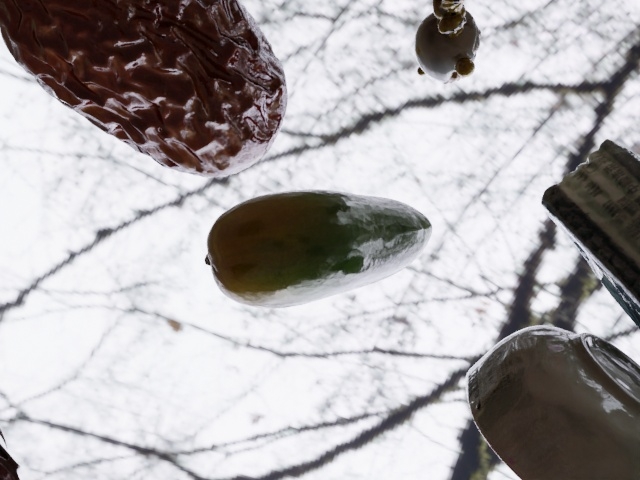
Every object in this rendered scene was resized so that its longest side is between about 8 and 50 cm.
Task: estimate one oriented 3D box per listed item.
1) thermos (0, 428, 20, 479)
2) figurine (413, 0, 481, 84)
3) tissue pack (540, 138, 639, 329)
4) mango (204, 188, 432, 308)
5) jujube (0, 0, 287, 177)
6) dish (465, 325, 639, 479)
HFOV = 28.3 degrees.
[{"bbox_3d":[-0.299,0.210,1.073,0.099,0.124,0.232,-37,-164,-13],"label":"thermos"},{"bbox_3d":[0.130,-0.211,1.275,0.068,0.143,0.101,-4,-96,-3],"label":"figurine"},{"bbox_3d":[0.271,0.057,0.864,0.081,0.185,0.257,-39,-147,6],"label":"tissue pack"},{"bbox_3d":[0.000,0.000,1.277,0.156,0.251,0.114,-21,-95,48],"label":"mango"},{"bbox_3d":[-0.095,-0.109,0.720,0.109,0.176,0.112,-59,-153,-8],"label":"jujube"},{"bbox_3d":[0.270,0.176,1.258,0.117,0.256,0.256,-51,-129,17],"label":"dish"}]
